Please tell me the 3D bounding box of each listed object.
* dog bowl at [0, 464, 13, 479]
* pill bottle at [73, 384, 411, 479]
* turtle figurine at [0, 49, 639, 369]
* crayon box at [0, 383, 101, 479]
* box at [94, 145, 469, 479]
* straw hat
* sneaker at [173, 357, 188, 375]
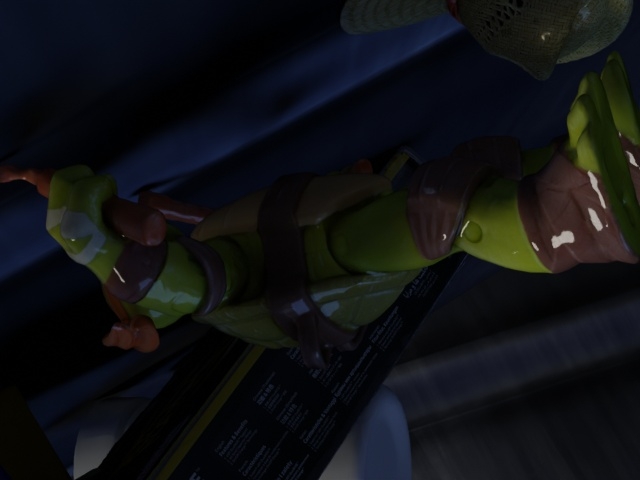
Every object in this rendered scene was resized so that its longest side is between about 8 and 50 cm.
[{"bbox_3d":[-0.228,0.183,0.603,0.265,0.104,0.265,-34,153,-20],"label":"dog bowl"},{"bbox_3d":[-0.058,0.169,1.110,0.229,0.131,0.131,-1,-177,20],"label":"pill bottle"},{"bbox_3d":[0.000,0.000,0.513,0.217,0.087,0.269,-14,176,22],"label":"turtle figurine"},{"bbox_3d":[-0.268,0.190,0.885,0.202,0.081,0.318,-27,171,-33],"label":"crayon box"},{"bbox_3d":[-0.059,0.117,0.880,0.322,0.079,0.257,-52,-175,-37],"label":"box"},{"bbox_3d":[0.080,-0.093,0.552,0.144,0.061,0.144,-32,172,-5],"label":"straw hat"},{"bbox_3d":[0.005,0.091,1.180,0.262,0.121,0.099,-38,171,36],"label":"sneaker"}]
